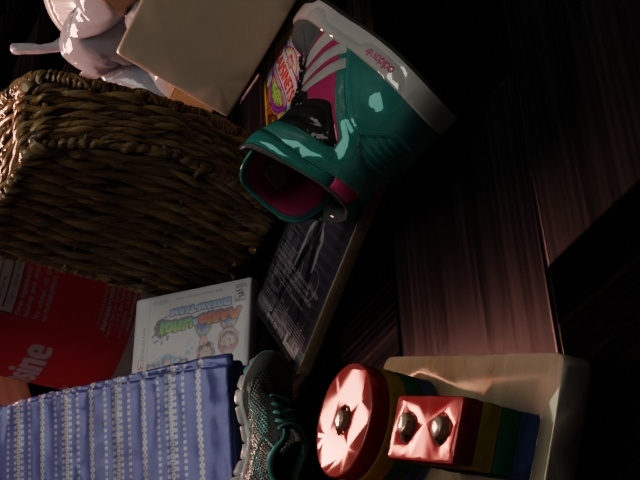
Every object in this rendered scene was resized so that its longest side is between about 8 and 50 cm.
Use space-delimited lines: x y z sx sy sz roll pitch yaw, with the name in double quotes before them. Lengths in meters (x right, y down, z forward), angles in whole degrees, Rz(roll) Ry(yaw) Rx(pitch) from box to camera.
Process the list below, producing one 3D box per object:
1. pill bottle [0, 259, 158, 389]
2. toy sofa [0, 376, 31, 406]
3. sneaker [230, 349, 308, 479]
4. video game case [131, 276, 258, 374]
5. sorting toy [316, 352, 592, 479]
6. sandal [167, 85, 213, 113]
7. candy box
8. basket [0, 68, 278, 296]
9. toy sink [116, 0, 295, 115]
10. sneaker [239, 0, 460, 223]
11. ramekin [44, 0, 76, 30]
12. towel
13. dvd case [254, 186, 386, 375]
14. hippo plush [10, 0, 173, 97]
"pill bottle" -0.404 0.052 1.731 0.229 0.408 0.229 -47 34 47
"toy sofa" -0.520 0.268 2.151 0.150 0.177 0.362 -69 24 10
"sneaker" -0.038 0.181 1.281 0.076 0.065 0.166 -21 61 47
"video game case" -0.136 0.120 1.472 0.157 0.019 0.143 -12 64 30
"sorting toy" 0.063 0.202 0.982 0.255 0.089 0.257 -12 65 64
"sandal" -0.171 -0.133 1.738 0.079 0.088 0.240 -2 68 69
"candy box" -0.029 -0.161 1.509 0.105 0.027 0.206 -51 31 39
"basket" -0.208 -0.094 1.522 0.213 0.299 0.223 -55 29 36
"toy sink" -0.107 -0.290 1.577 0.234 0.153 0.131 -56 8 39
"sneaker" -0.002 -0.108 1.261 0.178 0.124 0.295 -46 28 3
"ramekin" -0.302 -0.382 2.061 0.109 0.207 0.207 24 97 58
"towel" -0.198 0.257 1.391 0.336 0.040 0.243 -14 73 33
"dvd case" 0.000 0.000 1.349 0.221 0.018 0.164 -69 23 13
"hippo plush" -0.227 -0.312 1.908 0.294 0.234 0.236 -26 26 54
